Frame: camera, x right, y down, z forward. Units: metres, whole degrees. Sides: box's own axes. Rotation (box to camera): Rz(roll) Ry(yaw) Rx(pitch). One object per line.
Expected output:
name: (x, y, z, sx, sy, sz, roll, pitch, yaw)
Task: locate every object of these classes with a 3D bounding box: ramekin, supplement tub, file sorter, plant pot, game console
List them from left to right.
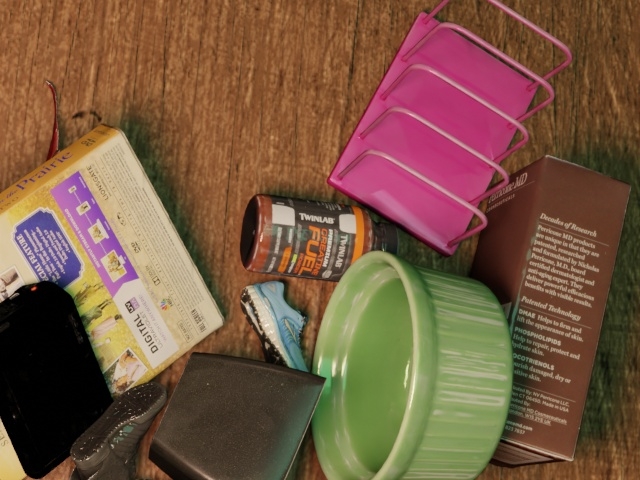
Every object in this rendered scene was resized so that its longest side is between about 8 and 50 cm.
game console: (-0.395, 0.217, 1.683, 0.361, 0.044, 0.213, -39, 126, -33)
plant pot: (-0.113, 0.238, 1.849, 0.167, 0.187, 0.188, 23, 73, -1)
supplement tub: (0.000, 0.000, 1.963, 0.197, 0.106, 0.106, 6, 77, -15)
ramekin: (0.114, 0.172, 1.868, 0.148, 0.303, 0.303, 9, 76, -22)
file sorter: (0.182, -0.165, 2.012, 0.202, 0.182, 0.291, 31, 72, -8)

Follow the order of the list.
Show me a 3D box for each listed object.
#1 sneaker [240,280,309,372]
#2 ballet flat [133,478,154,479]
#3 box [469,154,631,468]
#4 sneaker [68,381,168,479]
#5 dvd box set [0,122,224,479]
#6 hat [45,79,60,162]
sneaker: (-0.040, 0.123, 1.949, 0.073, 0.063, 0.162, -23, 86, -24)
ballet flat: (-0.254, 0.513, 1.741, 0.164, 0.182, 0.483, 17, 75, -14)
box: (0.278, 0.098, 1.984, 0.143, 0.191, 0.381, 20, 73, -12)
sneaker: (-0.243, 0.250, 1.799, 0.170, 0.089, 0.051, -41, 48, -24)
dvd box set: (-0.346, 0.101, 1.790, 0.420, 0.062, 0.308, -38, 121, -20)
hat: (-0.340, -0.051, 1.912, 0.208, 0.183, 0.173, -45, 130, -11)
